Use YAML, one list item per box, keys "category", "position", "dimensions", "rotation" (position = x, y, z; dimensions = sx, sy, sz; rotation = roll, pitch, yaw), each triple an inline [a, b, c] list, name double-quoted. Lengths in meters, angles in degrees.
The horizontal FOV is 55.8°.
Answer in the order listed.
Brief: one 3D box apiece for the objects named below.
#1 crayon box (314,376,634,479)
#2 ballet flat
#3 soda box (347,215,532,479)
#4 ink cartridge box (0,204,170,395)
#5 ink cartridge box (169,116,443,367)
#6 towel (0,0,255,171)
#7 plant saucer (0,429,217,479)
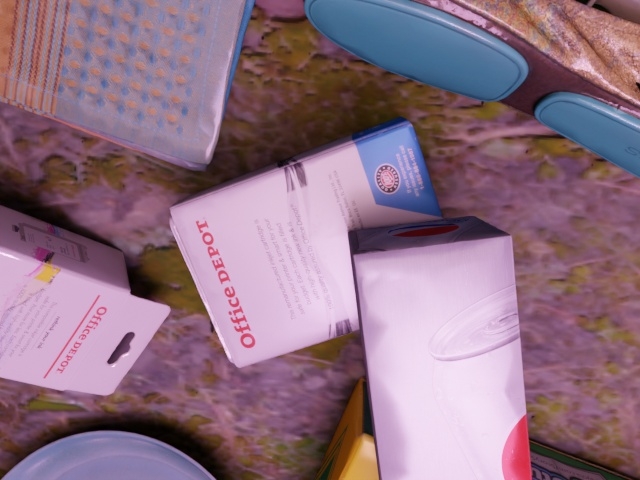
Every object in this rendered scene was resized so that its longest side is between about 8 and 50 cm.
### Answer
- category: "crayon box"
  position: [0.146, 0.339, 0.556]
  dimensions: [0.363, 0.106, 0.313]
  rotation: [21, 104, -2]
- category: "ballet flat"
  position: [0.160, -0.141, 0.429]
  dimensions: [0.348, 0.123, 0.123]
  rotation: [23, 105, -3]
- category: "soda box"
  position: [0.084, 0.132, 0.413]
  dimensions: [0.098, 0.091, 0.286]
  rotation: [-7, 99, 2]
- category: "ink cartridge box"
  position: [-0.237, 0.048, 0.489]
  dimensions: [0.198, 0.067, 0.115]
  rotation: [27, 108, -36]
- category: "ink cartridge box"
  position: [0.000, 0.000, 0.481]
  dimensions: [0.191, 0.082, 0.139]
  rotation: [-18, 103, 9]
- category: "towel"
  position: [-0.218, -0.233, 0.424]
  dimensions: [0.370, 0.040, 0.271]
  rotation: [18, 109, -8]
- category: "plant saucer"
  position: [-0.188, 0.334, 0.548]
  dimensions: [0.317, 0.044, 0.317]
  rotation: [-2, 80, 12]
